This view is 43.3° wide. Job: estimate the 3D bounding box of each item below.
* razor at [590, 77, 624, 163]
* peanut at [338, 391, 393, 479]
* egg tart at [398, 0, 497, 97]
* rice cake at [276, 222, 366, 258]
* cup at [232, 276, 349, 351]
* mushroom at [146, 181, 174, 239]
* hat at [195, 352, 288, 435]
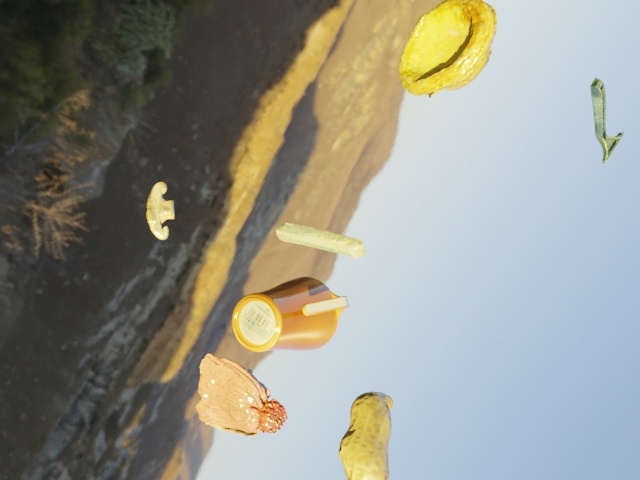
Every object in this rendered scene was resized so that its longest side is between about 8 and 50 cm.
[{"bbox_3d":[0.461,-0.203,1.328,0.066,0.033,0.190,-56,145,-10],"label":"razor"},{"bbox_3d":[0.088,0.367,1.479,0.099,0.099,0.214,123,-13,-50],"label":"peanut"},{"bbox_3d":[0.332,-0.475,2.029,0.294,0.123,0.294,-30,-134,38],"label":"egg tart"},{"bbox_3d":[0.000,0.000,1.711,0.034,0.211,0.043,-60,146,-27],"label":"rice cake"},{"bbox_3d":[-0.065,0.175,1.886,0.226,0.182,0.264,-19,172,27],"label":"cup"},{"bbox_3d":[-0.277,-0.051,1.393,0.019,0.049,0.101,142,-57,-78],"label":"mushroom"},{"bbox_3d":[-0.214,0.447,2.232,0.107,0.286,0.236,-35,134,-51],"label":"hat"}]
